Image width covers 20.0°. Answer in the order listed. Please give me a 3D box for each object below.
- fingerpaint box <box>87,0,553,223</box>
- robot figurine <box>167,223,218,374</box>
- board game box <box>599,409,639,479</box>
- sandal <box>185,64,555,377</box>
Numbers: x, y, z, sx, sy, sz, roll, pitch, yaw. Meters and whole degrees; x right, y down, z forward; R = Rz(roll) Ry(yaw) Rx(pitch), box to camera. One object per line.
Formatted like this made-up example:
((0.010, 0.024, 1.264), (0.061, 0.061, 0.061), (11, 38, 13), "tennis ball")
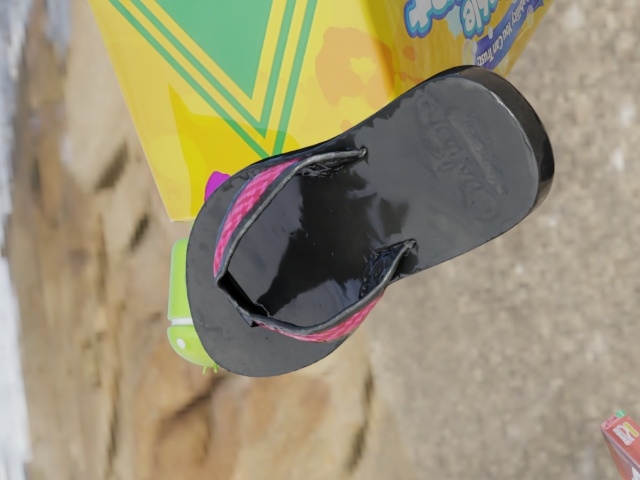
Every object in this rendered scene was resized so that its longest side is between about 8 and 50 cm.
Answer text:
((0.018, -0.281, 1.011), (0.445, 0.163, 0.371), (-55, -46, -51), "fingerpaint box")
((-0.075, 0.038, 1.303), (0.101, 0.067, 0.115), (149, 125, -76), "robot figurine")
((0.320, 0.255, 1.373), (0.281, 0.027, 0.145), (47, 169, 44), "board game box")
((0.000, 0.000, 0.566), (0.067, 0.040, 0.179), (54, 141, -2), "sandal")
